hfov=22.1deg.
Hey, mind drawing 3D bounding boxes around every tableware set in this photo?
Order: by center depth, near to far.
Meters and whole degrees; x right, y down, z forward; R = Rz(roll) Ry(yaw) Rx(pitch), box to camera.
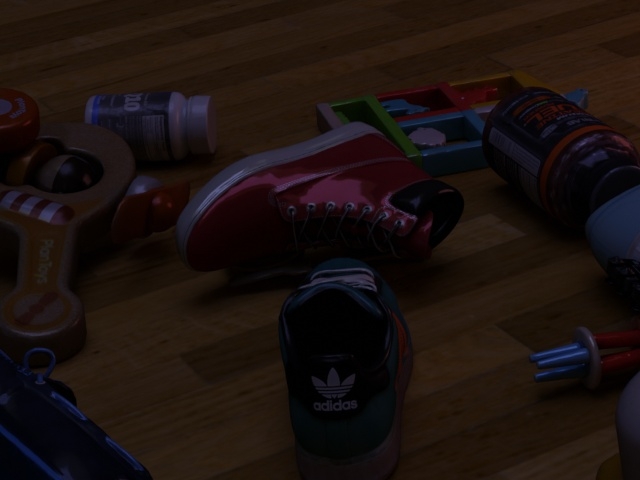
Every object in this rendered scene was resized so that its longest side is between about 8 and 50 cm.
[{"bbox_3d":[0.000,0.000,1.585,0.194,0.039,0.128,-11,38,1],"label":"tableware set"}]

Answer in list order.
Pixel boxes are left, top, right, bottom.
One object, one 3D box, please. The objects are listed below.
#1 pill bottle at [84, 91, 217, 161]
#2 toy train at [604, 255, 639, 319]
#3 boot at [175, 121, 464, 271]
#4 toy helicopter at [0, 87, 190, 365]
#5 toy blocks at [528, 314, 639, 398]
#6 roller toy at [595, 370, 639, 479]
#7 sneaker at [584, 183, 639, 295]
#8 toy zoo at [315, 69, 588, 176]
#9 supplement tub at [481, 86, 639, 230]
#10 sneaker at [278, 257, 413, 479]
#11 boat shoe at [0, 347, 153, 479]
[{"bbox_3d":[-0.187,-0.126,1.824,0.137,0.078,0.078,-2,27,6],"label":"pill bottle"},{"bbox_3d":[0.272,0.052,1.320,0.036,0.027,0.158,0,23,-14],"label":"toy train"},{"bbox_3d":[0.003,-0.014,1.503,0.244,0.088,0.176,-26,42,-23],"label":"boot"},{"bbox_3d":[-0.242,-0.004,1.581,0.235,0.140,0.355,2,37,-6],"label":"toy helicopter"},{"bbox_3d":[0.252,0.105,1.306,0.148,0.054,0.123,-10,26,-10],"label":"toy blocks"},{"bbox_3d":[0.297,0.158,1.090,0.209,0.146,0.191,-12,18,-1],"label":"roller toy"},{"bbox_3d":[0.407,-0.048,1.495,0.366,0.135,0.150,-15,31,-20],"label":"sneaker"},{"bbox_3d":[0.159,-0.131,1.822,0.293,0.030,0.192,-11,27,-11],"label":"toy zoo"},{"bbox_3d":[0.246,-0.075,1.611,0.106,0.106,0.198,-15,28,-18],"label":"supplement tub"},{"bbox_3d":[0.022,0.071,1.341,0.108,0.121,0.302,-4,26,1],"label":"sneaker"},{"bbox_3d":[-0.226,0.152,1.279,0.089,0.109,0.258,-18,45,-38],"label":"boat shoe"}]
